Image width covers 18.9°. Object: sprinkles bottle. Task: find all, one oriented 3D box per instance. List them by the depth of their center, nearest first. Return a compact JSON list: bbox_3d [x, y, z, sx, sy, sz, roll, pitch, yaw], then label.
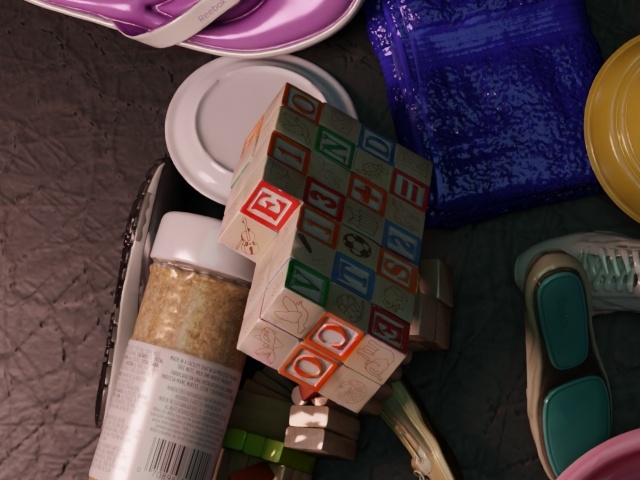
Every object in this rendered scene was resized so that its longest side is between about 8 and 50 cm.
[{"bbox_3d":[-0.142,0.155,1.836,0.121,0.121,0.355,15,82,10],"label":"sprinkles bottle"}]

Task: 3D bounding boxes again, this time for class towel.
[{"bbox_3d":[0.171,-0.180,1.941,0.227,0.076,0.308,-15,80,6],"label":"towel"}]

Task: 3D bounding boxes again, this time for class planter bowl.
[{"bbox_3d":[0.373,-0.115,1.868,0.217,0.090,0.217,1,81,-8],"label":"planter bowl"}]

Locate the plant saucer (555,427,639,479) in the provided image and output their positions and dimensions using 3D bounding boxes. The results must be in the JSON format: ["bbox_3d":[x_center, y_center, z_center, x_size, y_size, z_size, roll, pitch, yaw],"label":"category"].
[{"bbox_3d":[0.350,0.342,1.838,0.332,0.084,0.332,-1,83,8],"label":"plant saucer"}]

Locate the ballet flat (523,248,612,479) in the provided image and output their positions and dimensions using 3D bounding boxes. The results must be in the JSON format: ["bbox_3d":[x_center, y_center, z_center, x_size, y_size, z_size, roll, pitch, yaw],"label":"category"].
[{"bbox_3d":[0.235,0.122,1.877,0.086,0.086,0.248,-3,112,8],"label":"ballet flat"}]

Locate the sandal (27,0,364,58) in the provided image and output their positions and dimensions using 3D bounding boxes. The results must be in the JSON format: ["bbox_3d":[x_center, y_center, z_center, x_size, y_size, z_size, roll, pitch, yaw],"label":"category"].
[{"bbox_3d":[-0.152,-0.268,1.956,0.416,0.102,0.169,5,105,18],"label":"sandal"}]

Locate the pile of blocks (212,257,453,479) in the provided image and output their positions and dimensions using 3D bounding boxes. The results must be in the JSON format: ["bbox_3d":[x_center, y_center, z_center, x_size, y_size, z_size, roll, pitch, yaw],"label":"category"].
[{"bbox_3d":[-0.015,0.146,1.880,0.149,0.112,0.362,39,93,27],"label":"pile of blocks"}]

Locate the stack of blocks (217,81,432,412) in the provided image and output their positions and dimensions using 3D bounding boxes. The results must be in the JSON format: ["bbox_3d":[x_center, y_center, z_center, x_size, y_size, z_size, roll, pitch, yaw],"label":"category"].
[{"bbox_3d":[0.000,0.000,1.778,0.171,0.297,0.087,28,126,-13],"label":"stack of blocks"}]

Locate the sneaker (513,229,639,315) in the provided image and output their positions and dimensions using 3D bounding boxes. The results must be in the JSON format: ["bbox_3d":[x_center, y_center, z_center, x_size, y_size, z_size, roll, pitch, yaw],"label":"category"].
[{"bbox_3d":[0.306,0.031,1.883,0.235,0.095,0.090,3,84,11],"label":"sneaker"}]

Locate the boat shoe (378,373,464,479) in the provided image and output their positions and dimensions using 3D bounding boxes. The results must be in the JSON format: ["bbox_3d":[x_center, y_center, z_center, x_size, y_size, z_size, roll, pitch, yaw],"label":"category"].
[{"bbox_3d":[0.095,0.202,1.909,0.048,0.056,0.153,-33,76,9],"label":"boat shoe"}]

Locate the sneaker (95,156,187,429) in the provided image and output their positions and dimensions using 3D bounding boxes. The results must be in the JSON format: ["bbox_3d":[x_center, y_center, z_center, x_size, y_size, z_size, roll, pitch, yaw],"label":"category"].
[{"bbox_3d":[-0.146,0.060,1.954,0.124,0.107,0.283,10,84,-9],"label":"sneaker"}]

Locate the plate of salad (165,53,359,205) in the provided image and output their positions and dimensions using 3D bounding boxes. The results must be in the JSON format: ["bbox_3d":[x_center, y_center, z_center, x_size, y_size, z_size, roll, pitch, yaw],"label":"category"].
[{"bbox_3d":[-0.059,-0.109,1.965,0.199,0.048,0.200,1,60,-2],"label":"plate of salad"}]
